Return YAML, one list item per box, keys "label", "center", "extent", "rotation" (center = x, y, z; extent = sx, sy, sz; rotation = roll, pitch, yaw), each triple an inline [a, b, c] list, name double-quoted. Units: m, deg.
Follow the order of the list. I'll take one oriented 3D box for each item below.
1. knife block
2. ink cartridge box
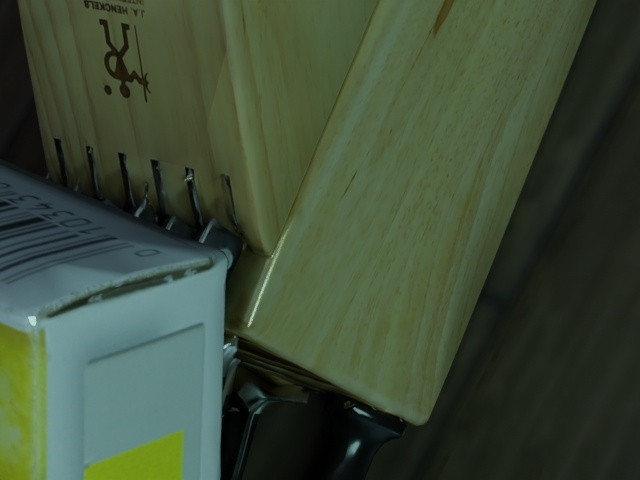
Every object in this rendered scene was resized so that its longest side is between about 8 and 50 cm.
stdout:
- label: "knife block"
  center: [0.000, 0.000, 0.604]
  extent: [0.088, 0.242, 0.276]
  rotation: [15, 33, 39]
- label: "ink cartridge box"
  center: [-0.145, 0.108, 0.550]
  extent: [0.304, 0.072, 0.307]
  rotation: [21, 115, 42]
